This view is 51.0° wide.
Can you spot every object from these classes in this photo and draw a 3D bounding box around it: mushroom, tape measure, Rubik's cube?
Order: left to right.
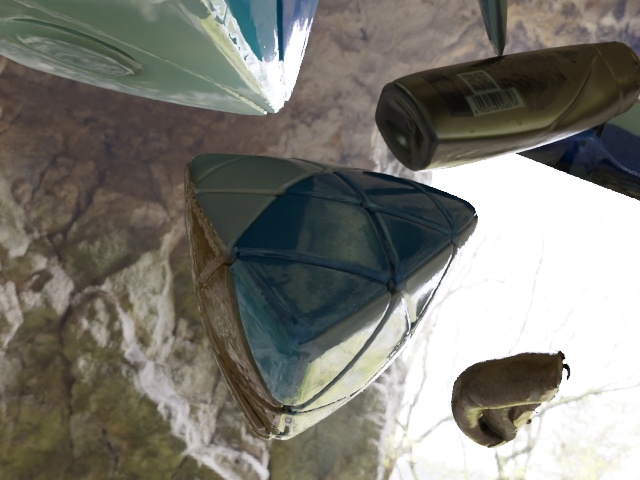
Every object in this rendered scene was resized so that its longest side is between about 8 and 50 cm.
[{"bbox_3d":[-0.177,-0.337,0.604,0.347,0.352,0.351,12,-2,8],"label":"Rubik's cube"},{"bbox_3d":[0.000,0.000,0.525,0.254,0.254,0.254,14,-24,6],"label":"Rubik's cube"},{"bbox_3d":[0.198,0.170,0.746,0.094,0.072,0.210,0,-33,-2],"label":"mushroom"},{"bbox_3d":[0.419,-0.165,1.054,0.259,0.138,0.262,14,14,-31],"label":"tape measure"}]

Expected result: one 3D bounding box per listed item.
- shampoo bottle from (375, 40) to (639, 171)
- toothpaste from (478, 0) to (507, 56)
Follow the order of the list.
[{"bbox_3d":[0.238,-0.166,0.785,0.350,0.126,0.084,-18,-33,-24],"label":"shampoo bottle"},{"bbox_3d":[0.211,-0.369,0.852,0.069,0.047,0.268,29,-45,64],"label":"toothpaste"}]
